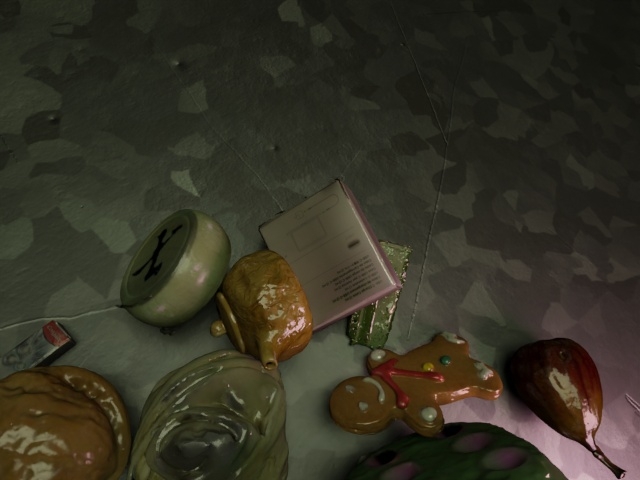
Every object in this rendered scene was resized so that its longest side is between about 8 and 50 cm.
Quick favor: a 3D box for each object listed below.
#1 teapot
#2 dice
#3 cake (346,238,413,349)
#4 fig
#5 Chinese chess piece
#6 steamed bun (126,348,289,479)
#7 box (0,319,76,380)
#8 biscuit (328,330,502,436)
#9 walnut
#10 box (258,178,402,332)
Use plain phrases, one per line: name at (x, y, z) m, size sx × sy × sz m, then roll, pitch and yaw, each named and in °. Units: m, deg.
teapot at (-0.127, 0.127, 0.774) m, size 0.166 × 0.204 × 0.311 m, roll -22°, pitch 31°, yaw -19°
dice at (0.217, 0.487, 0.625) m, size 0.318 × 0.322 × 0.331 m, roll -19°, pitch 84°, yaw -14°
cake at (0.122, 0.118, 0.940) m, size 0.100 × 0.099 × 0.236 m, roll 15°, pitch 87°, yaw -6°
fig at (0.513, 0.339, 0.856) m, size 0.169 × 0.146 × 0.274 m, roll -9°, pitch 55°, yaw -14°
Chinese chess piece at (-0.272, 0.051, 0.782) m, size 0.092 × 0.237 × 0.238 m, roll 42°, pitch 58°, yaw -38°
steamed bun at (-0.180, 0.321, 0.697) m, size 0.267 × 0.207 × 0.281 m, roll 3°, pitch 65°, yaw -11°
box at (-0.553, 0.236, 0.746) m, size 0.055 × 0.040 × 0.218 m, roll 43°, pitch 66°, yaw 9°
biscuit at (0.176, 0.271, 0.807) m, size 0.339 × 0.047 × 0.216 m, roll -11°, pitch 26°, yaw -16°
walnut at (-0.424, 0.316, 0.637) m, size 0.256 × 0.224 × 0.257 m, roll 3°, pitch 68°, yaw -7°
box at (0.018, 0.033, 0.866) m, size 0.203 × 0.106 × 0.252 m, roll -31°, pitch 73°, yaw 12°
